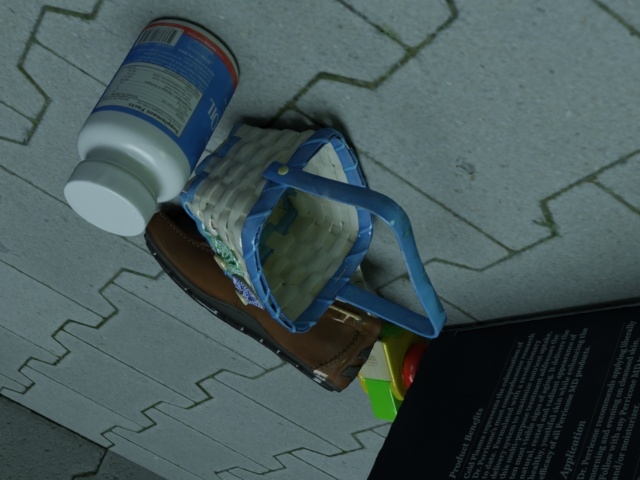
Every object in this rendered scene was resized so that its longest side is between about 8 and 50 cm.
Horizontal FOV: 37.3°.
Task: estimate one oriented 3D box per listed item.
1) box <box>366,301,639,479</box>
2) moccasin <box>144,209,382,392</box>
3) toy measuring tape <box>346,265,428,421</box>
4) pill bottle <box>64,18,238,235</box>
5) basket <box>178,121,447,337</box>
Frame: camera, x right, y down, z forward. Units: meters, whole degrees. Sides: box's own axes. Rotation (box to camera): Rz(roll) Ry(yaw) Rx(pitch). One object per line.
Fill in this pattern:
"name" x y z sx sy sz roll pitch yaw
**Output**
"box" 0.408 0.343 1.239 0.480 0.297 0.471 47 145 -22
"moccasin" -0.087 0.056 1.320 0.380 0.147 0.139 30 171 28
"toy measuring tape" 0.095 0.126 1.381 0.121 0.121 0.330 2 122 32
"pill bottle" -0.182 -0.118 1.015 0.124 0.222 0.124 17 151 10
"basket" 0.000 0.000 1.102 0.289 0.201 0.255 16 150 31
